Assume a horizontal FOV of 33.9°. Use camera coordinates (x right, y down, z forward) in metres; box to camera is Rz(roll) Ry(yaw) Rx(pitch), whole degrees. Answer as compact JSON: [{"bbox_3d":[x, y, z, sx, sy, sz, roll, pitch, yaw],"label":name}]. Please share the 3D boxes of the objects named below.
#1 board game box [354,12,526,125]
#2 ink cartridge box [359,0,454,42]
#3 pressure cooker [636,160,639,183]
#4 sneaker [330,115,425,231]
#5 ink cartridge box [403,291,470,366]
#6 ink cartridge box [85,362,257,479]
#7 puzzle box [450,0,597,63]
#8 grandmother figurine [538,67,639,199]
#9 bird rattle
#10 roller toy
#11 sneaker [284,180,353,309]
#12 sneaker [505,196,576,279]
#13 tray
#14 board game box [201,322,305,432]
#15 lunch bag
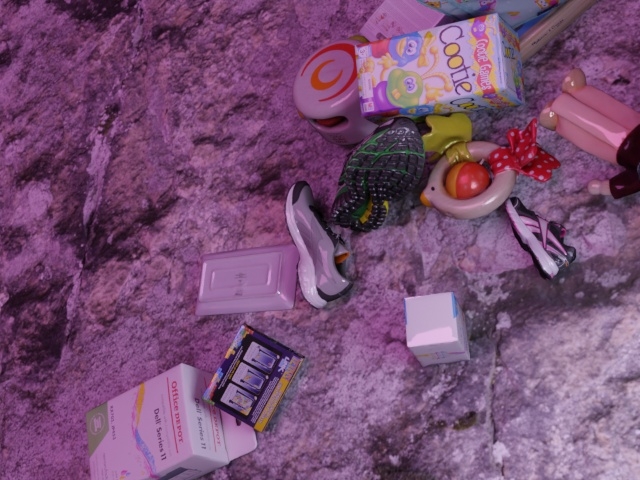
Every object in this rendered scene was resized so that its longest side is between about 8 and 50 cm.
[{"bbox_3d":[0.222,-0.306,1.944,0.275,0.144,0.142,-9,82,25],"label":"board game box"},{"bbox_3d":[0.184,-0.443,2.097,0.179,0.045,0.145,-50,54,13],"label":"ink cartridge box"},{"bbox_3d":[0.653,-0.114,1.395,0.376,0.420,0.369,30,87,22],"label":"pressure cooker"},{"bbox_3d":[0.097,-0.146,1.970,0.343,0.134,0.146,129,150,-62],"label":"sneaker"},{"bbox_3d":[0.208,0.161,1.855,0.090,0.143,0.092,-9,66,15],"label":"ink cartridge box"},{"bbox_3d":[-0.313,0.390,2.158,0.353,0.119,0.207,-29,57,24],"label":"ink cartridge box"},{"bbox_3d":[0.386,-0.496,2.031,0.409,0.052,0.272,-40,53,18],"label":"puzzle box"},{"bbox_3d":[0.524,-0.160,1.767,0.342,0.104,0.207,39,106,42],"label":"grandmother figurine"},{"bbox_3d":[0.292,-0.122,1.902,0.254,0.143,0.207,20,69,30],"label":"bird rattle"},{"bbox_3d":[0.052,-0.296,2.140,0.209,0.146,0.191,-37,47,8],"label":"roller toy"},{"bbox_3d":[0.000,0.000,2.105,0.108,0.100,0.271,-22,66,18],"label":"sneaker"},{"bbox_3d":[0.388,-0.011,1.840,0.077,0.072,0.178,-26,55,0],"label":"sneaker"},{"bbox_3d":[-0.164,0.081,2.229,0.270,0.030,0.145,-7,69,35],"label":"tray"},{"bbox_3d":[-0.132,0.270,2.072,0.141,0.048,0.170,29,91,2],"label":"board game box"},{"bbox_3d":[0.299,-0.471,1.875,0.224,0.279,0.107,-24,59,40],"label":"lunch bag"}]
